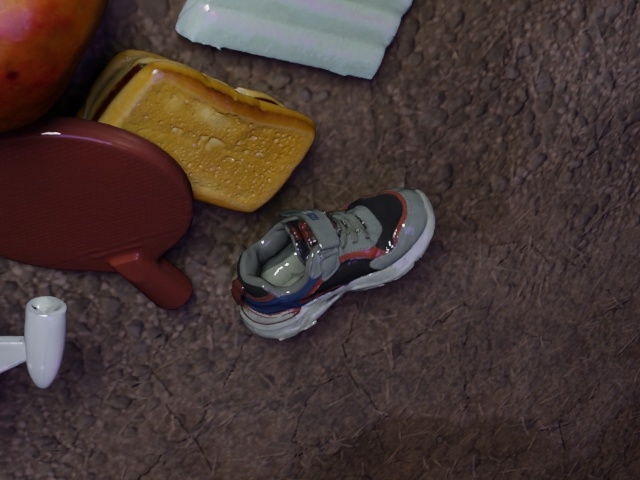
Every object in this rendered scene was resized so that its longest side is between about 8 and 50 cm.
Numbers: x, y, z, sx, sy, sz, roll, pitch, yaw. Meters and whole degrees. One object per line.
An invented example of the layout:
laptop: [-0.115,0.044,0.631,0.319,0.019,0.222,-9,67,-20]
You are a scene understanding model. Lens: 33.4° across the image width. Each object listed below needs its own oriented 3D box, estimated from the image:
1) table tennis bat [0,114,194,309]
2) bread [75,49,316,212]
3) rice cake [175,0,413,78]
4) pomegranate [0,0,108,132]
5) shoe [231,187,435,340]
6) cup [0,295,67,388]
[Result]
table tennis bat: [-0.195,-0.012,0.926,0.200,0.038,0.310,-14,151,14]
bread: [-0.108,-0.095,0.931,0.200,0.077,0.116,17,116,-41]
rice cake: [0.000,-0.230,0.917,0.198,0.037,0.189,15,115,-39]
pomegranate: [-0.238,-0.171,0.700,0.209,0.209,0.209,-17,132,-20]
shoe: [0.000,0.001,1.060,0.228,0.099,0.125,-34,139,2]
cup: [-0.353,0.052,0.842,0.300,0.167,0.173,6,117,-5]
